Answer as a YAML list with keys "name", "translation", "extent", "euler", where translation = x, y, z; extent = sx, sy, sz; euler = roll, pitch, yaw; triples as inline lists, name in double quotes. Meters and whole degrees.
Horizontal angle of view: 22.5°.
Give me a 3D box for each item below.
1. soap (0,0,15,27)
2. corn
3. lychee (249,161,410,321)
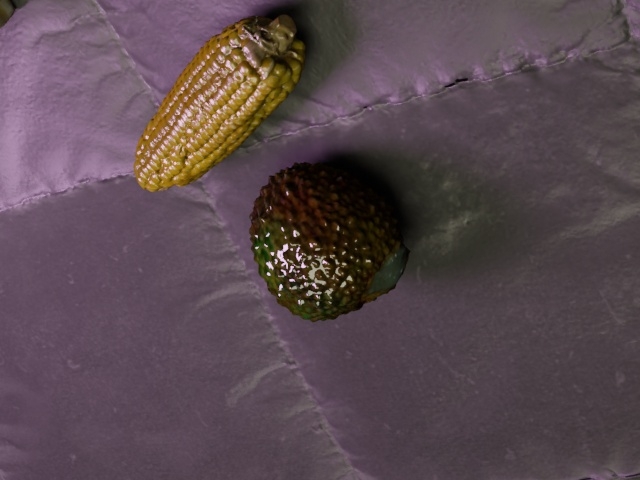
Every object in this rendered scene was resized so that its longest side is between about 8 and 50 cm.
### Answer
- name: "soap"
  translation: [-0.461, -0.293, 1.573]
  extent: [0.091, 0.199, 0.315]
  euler: [-17, 119, 36]
- name: "corn"
  translation: [-0.103, -0.137, 1.617]
  extent: [0.097, 0.097, 0.262]
  euler: [38, 129, -9]
- name: "lychee"
  translation: [0.000, 0.000, 1.645]
  extent: [0.171, 0.171, 0.171]
  euler: [9, 126, 13]
